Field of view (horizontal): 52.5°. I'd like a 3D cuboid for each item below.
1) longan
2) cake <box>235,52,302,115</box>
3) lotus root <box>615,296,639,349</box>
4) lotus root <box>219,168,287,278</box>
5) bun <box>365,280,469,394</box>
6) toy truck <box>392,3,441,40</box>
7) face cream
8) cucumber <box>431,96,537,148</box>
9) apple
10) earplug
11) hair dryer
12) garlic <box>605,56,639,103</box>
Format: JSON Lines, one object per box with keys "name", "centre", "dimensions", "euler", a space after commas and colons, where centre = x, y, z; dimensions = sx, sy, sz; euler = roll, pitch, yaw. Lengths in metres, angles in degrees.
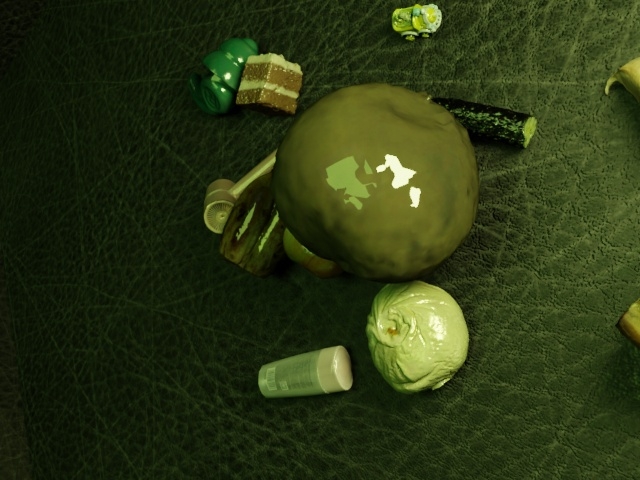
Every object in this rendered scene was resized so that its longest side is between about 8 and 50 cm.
{"name": "longan", "centre": [0.119, -0.127, 1.320], "dimensions": [0.435, 0.404, 0.404], "euler": [22, 98, 44]}
{"name": "cake", "centre": [-0.140, -0.428, 1.787], "dimensions": [0.134, 0.135, 0.147], "euler": [7, 88, 46]}
{"name": "lotus root", "centre": [0.586, 0.086, 0.926], "dimensions": [0.250, 0.316, 0.316], "euler": [51, 117, 27]}
{"name": "lotus root", "centre": [-0.142, -0.042, 1.700], "dimensions": [0.193, 0.193, 0.291], "euler": [31, 98, 42]}
{"name": "bun", "centre": [0.185, 0.206, 1.368], "dimensions": [0.243, 0.153, 0.244], "euler": [-9, 78, 47]}
{"name": "toy truck", "centre": [0.221, -0.514, 1.503], "dimensions": [0.111, 0.077, 0.076], "euler": [2, 85, 43]}
{"name": "face cream", "centre": [-0.040, 0.334, 1.606], "dimensions": [0.269, 0.073, 0.107], "euler": [-20, 74, 39]}
{"name": "cucumber", "centre": [0.318, -0.258, 1.373], "dimensions": [0.300, 0.072, 0.072], "euler": [25, 100, 43]}
{"name": "apple", "centre": [0.000, 0.000, 1.560], "dimensions": [0.182, 0.182, 0.155], "euler": [29, 80, 42]}
{"name": "earplug", "centre": [-0.287, -0.494, 1.955], "dimensions": [0.280, 0.164, 0.257], "euler": [-46, 18, 14]}
{"name": "hair dryer", "centre": [-0.183, -0.173, 1.813], "dimensions": [0.344, 0.107, 0.189], "euler": [-38, 22, 11]}
{"name": "garlic", "centre": [0.587, -0.227, 1.092], "dimensions": [0.164, 0.145, 0.245], "euler": [110, 145, -54]}
